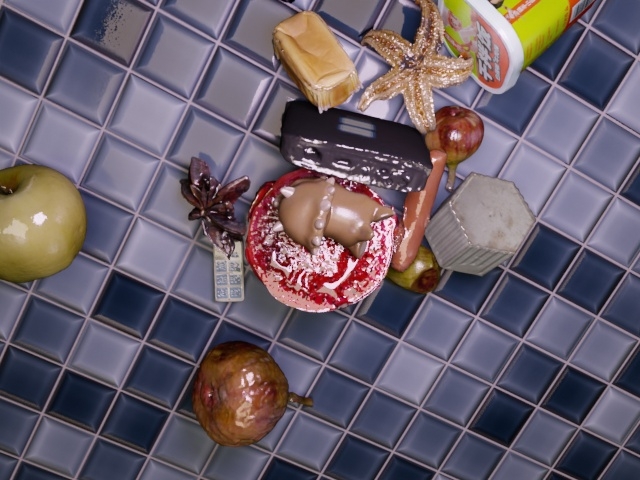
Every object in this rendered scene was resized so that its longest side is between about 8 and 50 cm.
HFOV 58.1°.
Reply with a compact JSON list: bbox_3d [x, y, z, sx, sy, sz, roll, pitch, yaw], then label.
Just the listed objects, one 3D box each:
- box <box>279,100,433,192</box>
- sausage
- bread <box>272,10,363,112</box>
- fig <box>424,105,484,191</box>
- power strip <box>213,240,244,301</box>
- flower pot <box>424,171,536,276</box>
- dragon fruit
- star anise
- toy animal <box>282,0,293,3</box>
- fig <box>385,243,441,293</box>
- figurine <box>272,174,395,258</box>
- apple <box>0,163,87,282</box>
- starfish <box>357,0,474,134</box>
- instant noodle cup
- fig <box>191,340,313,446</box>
[{"bbox_3d":[0.080,-0.237,1.379,0.359,0.350,0.091,13,117,-6],"label":"box"},{"bbox_3d":[0.246,-0.075,1.475,0.079,0.087,0.327,19,105,15],"label":"sausage"},{"bbox_3d":[-0.012,-0.433,1.398,0.136,0.107,0.241,-31,70,-6],"label":"bread"},{"bbox_3d":[0.331,-0.243,1.517,0.143,0.160,0.231,14,133,-12],"label":"fig"},{"bbox_3d":[-0.253,0.083,1.595,0.081,0.035,0.192,0,105,-4],"label":"power strip"},{"bbox_3d":[0.407,-0.039,1.498,0.239,0.189,0.209,12,67,-6],"label":"flower pot"},{"bbox_3d":[0.000,0.000,1.491,0.386,0.249,0.371,-14,89,-5],"label":"dragon fruit"},{"bbox_3d":[-0.268,-0.087,1.473,0.282,0.129,0.212,29,133,31],"label":"star anise"},{"bbox_3d":[-0.108,-0.670,1.361,0.166,0.138,0.179,16,108,-25],"label":"toy animal"},{"bbox_3d":[0.249,0.075,1.591,0.165,0.154,0.144,9,122,24],"label":"fig"},{"bbox_3d":[0.015,-0.048,1.282,0.247,0.173,0.177,35,110,-2],"label":"figurine"},{"bbox_3d":[-0.719,-0.038,1.401,0.292,0.292,0.254,-13,127,-1],"label":"apple"},{"bbox_3d":[0.212,-0.424,1.416,0.303,0.113,0.312,43,97,7],"label":"starfish"},{"bbox_3d":[0.480,-0.558,1.373,0.308,0.294,0.294,-37,104,-2],"label":"instant noodle cup"},{"bbox_3d":[-0.169,0.443,1.625,0.368,0.286,0.286,24,103,-41],"label":"fig"}]
